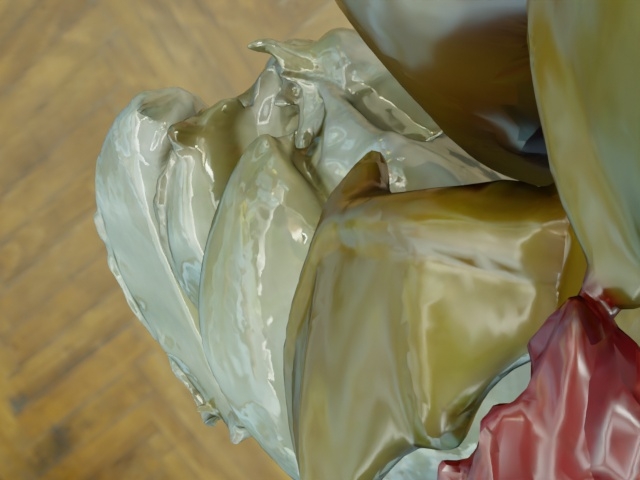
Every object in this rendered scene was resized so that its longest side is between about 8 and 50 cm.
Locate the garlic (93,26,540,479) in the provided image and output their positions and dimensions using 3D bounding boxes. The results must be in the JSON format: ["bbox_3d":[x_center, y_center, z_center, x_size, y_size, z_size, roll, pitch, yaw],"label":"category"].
[{"bbox_3d":[0.016,-0.006,0.803,0.281,0.184,0.203,35,150,63],"label":"garlic"}]

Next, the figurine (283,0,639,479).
[{"bbox_3d":[0.099,-0.061,0.498,0.401,0.268,0.387,90,163,-72],"label":"figurine"}]
